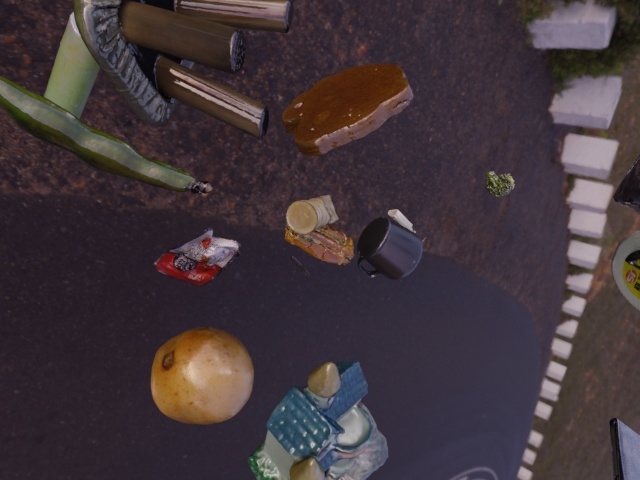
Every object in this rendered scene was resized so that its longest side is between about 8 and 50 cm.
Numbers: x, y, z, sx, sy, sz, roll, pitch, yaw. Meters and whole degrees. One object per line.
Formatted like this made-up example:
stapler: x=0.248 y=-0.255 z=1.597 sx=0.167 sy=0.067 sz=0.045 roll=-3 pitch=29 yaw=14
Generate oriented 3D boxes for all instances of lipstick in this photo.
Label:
lipstick: x=-0.479 y=-0.310 z=0.907 sx=0.076 sy=0.304 sz=0.076 roll=20 pitch=56 yaw=-33

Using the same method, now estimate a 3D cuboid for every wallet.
wallet: x=0.742 y=0.550 z=1.084 sx=0.036 sy=0.167 sz=0.222 roll=-51 pitch=-174 yaw=44

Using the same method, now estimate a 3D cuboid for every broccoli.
broccoli: x=0.519 y=-0.171 z=1.370 sx=0.092 sy=0.095 sz=0.097 roll=56 pitch=42 yaw=-7

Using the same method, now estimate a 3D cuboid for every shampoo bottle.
shampoo bottle: x=0.312 y=-0.066 z=1.753 sx=0.141 sy=0.049 sz=0.034 roll=39 pitch=66 yaw=-28

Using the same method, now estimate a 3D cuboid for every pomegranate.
pomegranate: x=-0.338 y=0.383 z=1.342 sx=0.307 sy=0.307 sz=0.307 roll=-36 pitch=137 yaw=-43

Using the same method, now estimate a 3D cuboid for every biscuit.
biscuit: x=0.061 y=-0.365 z=1.296 sx=0.381 sy=0.358 sz=0.074 roll=-52 pitch=134 yaw=-22

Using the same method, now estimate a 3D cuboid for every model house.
model house: x=0.019 y=0.358 z=0.907 sx=0.267 sy=0.194 sz=0.325 roll=-27 pitch=143 yaw=-35

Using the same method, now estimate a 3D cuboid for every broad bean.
broad bean: x=-0.275 y=-0.116 z=0.576 sx=0.297 sy=0.060 sz=0.043 roll=27 pitch=53 yaw=-32

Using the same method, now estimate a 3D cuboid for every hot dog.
hot dog: x=0.000 y=0.000 z=1.381 sx=0.269 sy=0.072 sz=0.115 roll=22 pitch=73 yaw=-39

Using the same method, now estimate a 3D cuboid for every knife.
knife: x=-0.077 y=0.103 z=1.827 sx=0.170 sy=0.023 sz=0.010 roll=52 pitch=37 yaw=-51

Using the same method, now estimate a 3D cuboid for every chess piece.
chess piece: x=-0.009 y=-0.077 z=1.280 sx=0.200 sy=0.090 sz=0.090 roll=-26 pitch=131 yaw=-64

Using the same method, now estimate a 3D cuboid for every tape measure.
tape measure: x=0.739 y=0.126 z=1.018 sx=0.097 sy=0.215 sz=0.351 roll=-16 pitch=127 yaw=-17

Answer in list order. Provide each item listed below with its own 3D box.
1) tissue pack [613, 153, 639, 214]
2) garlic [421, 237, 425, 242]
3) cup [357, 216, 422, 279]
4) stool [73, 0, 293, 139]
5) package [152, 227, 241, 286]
tissue pack: x=0.528 y=-0.172 z=0.597 sx=0.332 sy=0.123 sz=0.245 roll=-65 pitch=162 yaw=13
garlic: x=0.273 y=0.049 z=1.670 sx=0.129 sy=0.198 sz=0.091 roll=83 pitch=-1 yaw=-53
cup: x=0.202 y=0.039 z=1.505 sx=0.176 sy=0.169 sz=0.223 roll=31 pitch=125 yaw=-27
stool: x=-0.183 y=-0.351 z=0.730 sx=0.310 sy=0.226 sz=0.311 roll=83 pitch=18 yaw=-79
package: x=-0.384 y=0.054 z=1.495 sx=0.194 sy=0.269 sz=0.071 roll=36 pitch=40 yaw=-26
